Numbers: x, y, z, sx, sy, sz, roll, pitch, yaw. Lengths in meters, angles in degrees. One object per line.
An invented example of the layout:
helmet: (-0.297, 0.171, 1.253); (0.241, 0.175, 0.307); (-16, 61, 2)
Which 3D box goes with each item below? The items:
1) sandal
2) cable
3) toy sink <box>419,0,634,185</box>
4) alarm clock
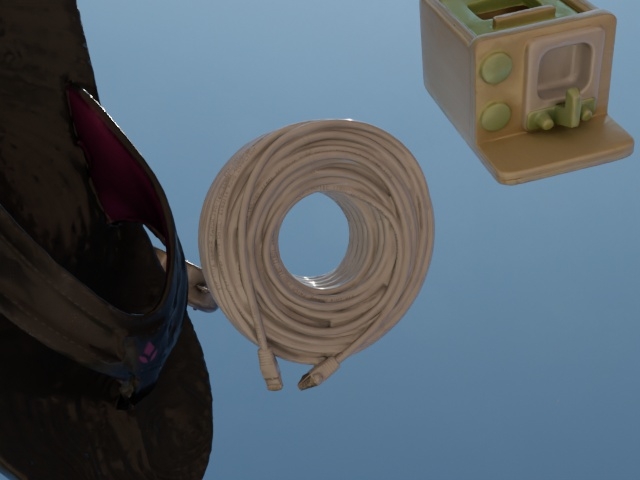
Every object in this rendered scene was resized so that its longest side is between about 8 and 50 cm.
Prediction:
sandal: (-0.173, -0.030, 0.477); (0.107, 0.167, 0.446); (-16, -85, 49)
cable: (0.000, 0.000, 0.820); (0.257, 0.089, 0.257); (-28, -74, -17)
toy sink: (0.216, -0.186, 0.826); (0.152, 0.131, 0.234); (-14, -141, -5)
alarm clock: (-0.188, 0.060, 1.090); (0.192, 0.129, 0.064); (10, -106, 57)
